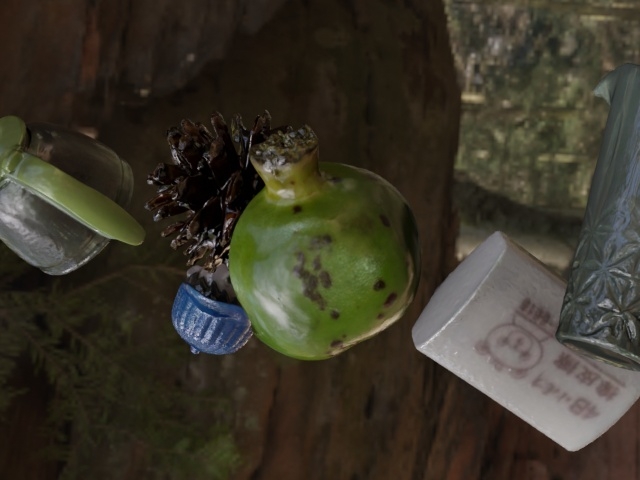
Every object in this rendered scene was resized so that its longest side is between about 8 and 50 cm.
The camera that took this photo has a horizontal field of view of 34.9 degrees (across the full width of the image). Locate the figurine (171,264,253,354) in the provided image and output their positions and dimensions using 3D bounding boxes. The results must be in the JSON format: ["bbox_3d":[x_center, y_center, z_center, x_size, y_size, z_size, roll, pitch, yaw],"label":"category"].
[{"bbox_3d":[-0.079,0.025,0.886,0.086,0.087,0.149,39,-124,-35],"label":"figurine"}]

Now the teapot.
[{"bbox_3d":[-0.168,-0.039,0.638,0.091,0.124,0.092,38,-129,-42],"label":"teapot"}]

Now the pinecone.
[{"bbox_3d":[-0.070,-0.040,0.781,0.140,0.121,0.140,-158,90,-84],"label":"pinecone"}]

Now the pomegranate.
[{"bbox_3d":[0.009,0.009,0.704,0.143,0.122,0.169,-30,-38,-27],"label":"pomegranate"}]

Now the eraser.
[{"bbox_3d":[0.269,0.130,1.266,0.174,0.270,0.095,-50,19,16],"label":"eraser"}]

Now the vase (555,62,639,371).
[{"bbox_3d":[0.348,-0.019,1.043,0.156,0.251,0.301,33,-104,-47],"label":"vase"}]
